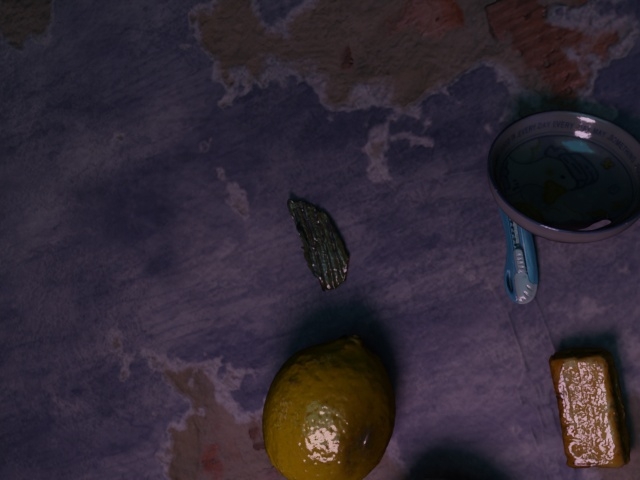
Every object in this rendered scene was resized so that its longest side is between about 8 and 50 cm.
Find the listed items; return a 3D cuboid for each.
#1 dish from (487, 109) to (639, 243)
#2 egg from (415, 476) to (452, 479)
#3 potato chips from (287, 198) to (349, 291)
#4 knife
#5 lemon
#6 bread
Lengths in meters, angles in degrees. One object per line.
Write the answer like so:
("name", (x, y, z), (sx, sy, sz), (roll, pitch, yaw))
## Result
("dish", (0.423, -0.085, 1.208), (0.273, 0.134, 0.273), (-3, 53, 4))
("egg", (0.237, 0.612, 1.208), (0.276, 0.276, 0.389), (-27, 71, 19))
("potato chips", (0.000, 0.000, 1.426), (0.092, 0.028, 0.207), (-22, 85, 18))
("knife", (0.363, 0.007, 1.287), (0.064, 0.031, 0.222), (-8, 87, 24))
("lemon", (0.015, 0.322, 1.308), (0.253, 0.253, 0.310), (18, 97, 19))
("bread", (0.474, 0.295, 1.221), (0.114, 0.083, 0.211), (-8, 88, 26))
